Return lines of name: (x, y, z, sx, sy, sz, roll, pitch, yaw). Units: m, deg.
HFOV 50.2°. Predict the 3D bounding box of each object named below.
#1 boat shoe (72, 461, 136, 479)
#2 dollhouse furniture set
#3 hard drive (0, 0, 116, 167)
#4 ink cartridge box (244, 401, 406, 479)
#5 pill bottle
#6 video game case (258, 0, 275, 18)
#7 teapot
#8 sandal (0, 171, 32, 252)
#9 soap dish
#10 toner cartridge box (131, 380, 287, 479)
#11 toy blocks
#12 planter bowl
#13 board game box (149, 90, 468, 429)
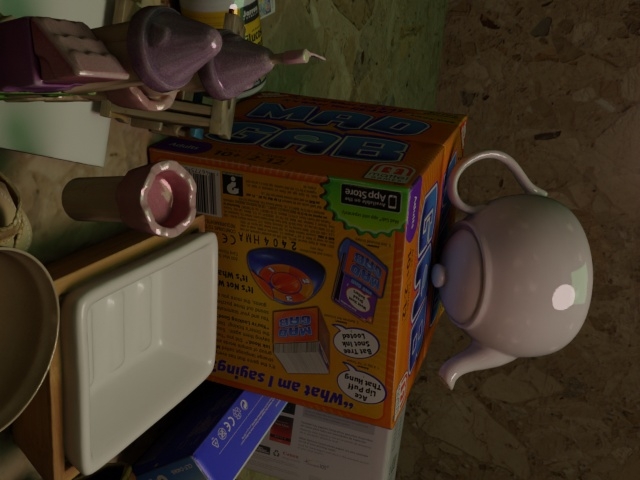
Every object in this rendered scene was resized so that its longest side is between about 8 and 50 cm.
boat shoe: (-0.299, 0.315, 0.755, 0.307, 0.110, 0.105, 45, 53, -80)
dollhouse furniture set: (-0.152, -0.188, 0.790, 0.183, 0.129, 0.129, -45, 144, -85)
hard drive: (-0.259, -0.236, 0.657, 0.203, 0.040, 0.308, 3, 97, -71)
ink cartridge box: (-0.002, 0.311, 1.285, 0.130, 0.309, 0.272, -19, 118, -69)
pill bottle: (-0.131, -0.289, 0.908, 0.103, 0.103, 0.184, -59, 152, -47)
video game case: (-0.103, -0.393, 1.079, 0.122, 0.011, 0.087, -54, 148, -53)
teapot: (0.249, 0.044, 0.979, 0.253, 0.186, 0.256, 107, -19, -48)
sandal: (-0.300, -0.028, 0.586, 0.240, 0.079, 0.088, 64, 40, -60)
soap dish: (-0.233, 0.107, 0.795, 0.291, 0.118, 0.229, -37, 134, -64)
toner cartridge box: (-0.144, 0.271, 1.063, 0.075, 0.165, 0.348, 56, 31, -7)
toy blocks: (-0.180, -0.138, 0.459, 0.288, 0.259, 0.309, -17, 106, -57)
planter bowl: (-0.313, 0.076, 0.558, 0.162, 0.109, 0.162, 10, 90, -72)
board game box: (0.000, 0.000, 1.048, 0.356, 0.356, 0.357, -47, 144, -58)
